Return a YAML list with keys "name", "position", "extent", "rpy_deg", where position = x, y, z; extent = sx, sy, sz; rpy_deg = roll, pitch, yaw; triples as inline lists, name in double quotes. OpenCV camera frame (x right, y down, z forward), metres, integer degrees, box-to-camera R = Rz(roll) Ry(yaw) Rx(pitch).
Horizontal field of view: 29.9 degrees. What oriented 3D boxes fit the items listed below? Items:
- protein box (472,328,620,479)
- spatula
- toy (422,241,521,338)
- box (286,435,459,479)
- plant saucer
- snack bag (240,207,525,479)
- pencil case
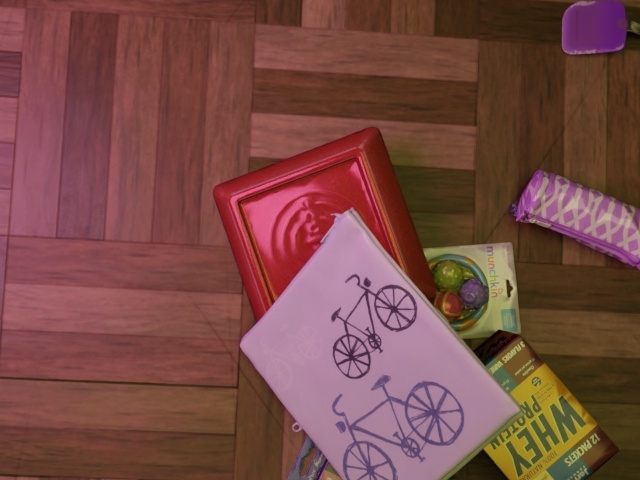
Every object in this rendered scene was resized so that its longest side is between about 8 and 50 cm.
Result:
- name: "protein box"
  position: [0.269, 0.240, 1.620]
  extent: [0.136, 0.201, 0.200]
  rpy_deg: [-41, 88, -1]
- name: "spatula"
  position: [0.513, -0.316, 1.806]
  extent: [0.297, 0.030, 0.084]
  rpy_deg: [2, 81, -5]
- name: "toy"
  position: [0.172, 0.076, 1.712]
  extent: [0.237, 0.056, 0.136]
  rpy_deg: [-4, 85, -6]
- name: "box"
  position: [0.069, 0.353, 1.680]
  extent: [0.225, 0.036, 0.136]
  rpy_deg: [25, 81, -1]
- name: "plant saucer"
  position: [0.000, 0.000, 1.673]
  extent: [0.259, 0.048, 0.258]
  rpy_deg: [-20, 85, 8]
- name: "snack bag"
  position: [0.062, 0.174, 1.566]
  extent: [0.342, 0.323, 0.037]
  rpy_deg: [50, 40, 14]
- name: "pencil case"
  position: [0.384, -0.031, 1.729]
  extent: [0.206, 0.086, 0.088]
  rpy_deg: [20, 47, -2]
